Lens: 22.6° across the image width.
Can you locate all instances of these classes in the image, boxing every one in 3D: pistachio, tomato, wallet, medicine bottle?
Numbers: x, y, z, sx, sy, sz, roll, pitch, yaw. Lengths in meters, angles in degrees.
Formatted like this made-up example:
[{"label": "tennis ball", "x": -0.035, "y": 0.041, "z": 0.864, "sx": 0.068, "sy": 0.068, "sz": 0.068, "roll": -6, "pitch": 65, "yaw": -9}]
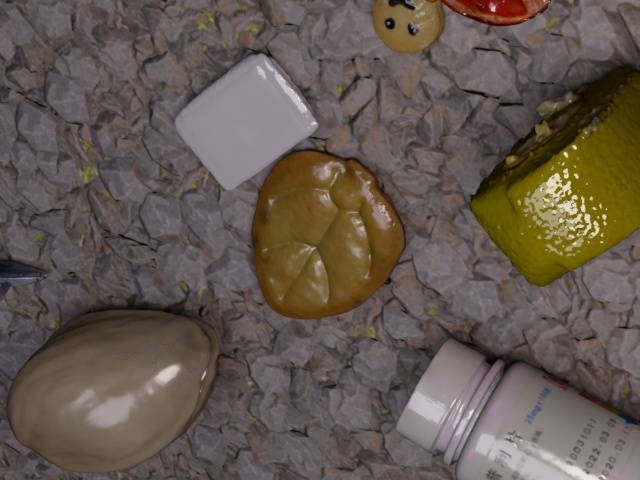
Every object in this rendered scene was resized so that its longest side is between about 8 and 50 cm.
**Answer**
[{"label": "pistachio", "x": -0.276, "y": 0.198, "z": 2.178, "sx": 0.332, "sy": 0.208, "sz": 0.226, "roll": -18, "pitch": 64, "yaw": 28}, {"label": "tomato", "x": 0.181, "y": -0.309, "z": 1.700, "sx": 0.156, "sy": 0.069, "sz": 0.155, "roll": -7, "pitch": 114, "yaw": -15}, {"label": "wallet", "x": -0.092, "y": -0.148, "z": 1.978, "sx": 0.183, "sy": 0.032, "sz": 0.124, "roll": -35, "pitch": 97, "yaw": 36}, {"label": "medicine bottle", "x": 0.249, "y": 0.241, "z": 1.924, "sx": 0.293, "sy": 0.170, "sz": 0.170, "roll": 29, "pitch": 127, "yaw": 12}]

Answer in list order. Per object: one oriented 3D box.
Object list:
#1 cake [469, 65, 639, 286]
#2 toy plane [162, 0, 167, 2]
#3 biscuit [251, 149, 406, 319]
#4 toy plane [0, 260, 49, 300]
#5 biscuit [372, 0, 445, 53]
[{"label": "cake", "x": 0.279, "y": -0.071, "z": 1.673, "sx": 0.156, "sy": 0.260, "sz": 0.179, "roll": 47, "pitch": 127, "yaw": -5}, {"label": "toy plane", "x": -0.236, "y": -0.348, "z": 1.941, "sx": 0.145, "sy": 0.037, "sz": 0.060, "roll": 29, "pitch": 137, "yaw": 6}, {"label": "biscuit", "x": -0.002, "y": 0.003, "z": 2.006, "sx": 0.203, "sy": 0.041, "sz": 0.260, "roll": 37, "pitch": 126, "yaw": 5}, {"label": "toy plane", "x": -0.513, "y": 0.057, "z": 2.286, "sx": 0.267, "sy": 0.088, "sz": 0.212, "roll": 7, "pitch": 143, "yaw": 22}, {"label": "biscuit", "x": 0.107, "y": -0.314, "z": 1.777, "sx": 0.153, "sy": 0.030, "sz": 0.234, "roll": 23, "pitch": 125, "yaw": 18}]
